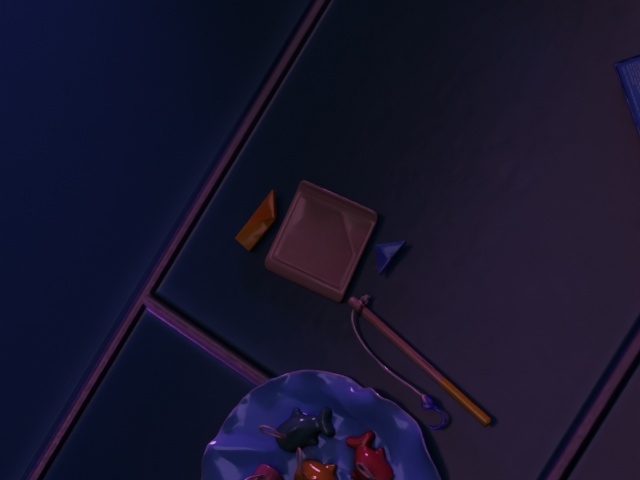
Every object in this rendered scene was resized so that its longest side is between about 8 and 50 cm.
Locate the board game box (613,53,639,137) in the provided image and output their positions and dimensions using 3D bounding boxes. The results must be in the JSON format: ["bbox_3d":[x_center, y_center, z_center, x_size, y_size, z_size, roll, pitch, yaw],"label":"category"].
[{"bbox_3d":[0.316,-0.075,0.848,0.210,0.047,0.160,-19,76,15],"label":"board game box"}]

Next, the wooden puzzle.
[{"bbox_3d":[0.000,0.000,0.962,0.116,0.014,0.078,32,97,20],"label":"wooden puzzle"}]

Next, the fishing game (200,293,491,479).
[{"bbox_3d":[-0.007,0.184,0.923,0.264,0.041,0.189,-46,68,7],"label":"fishing game"}]
